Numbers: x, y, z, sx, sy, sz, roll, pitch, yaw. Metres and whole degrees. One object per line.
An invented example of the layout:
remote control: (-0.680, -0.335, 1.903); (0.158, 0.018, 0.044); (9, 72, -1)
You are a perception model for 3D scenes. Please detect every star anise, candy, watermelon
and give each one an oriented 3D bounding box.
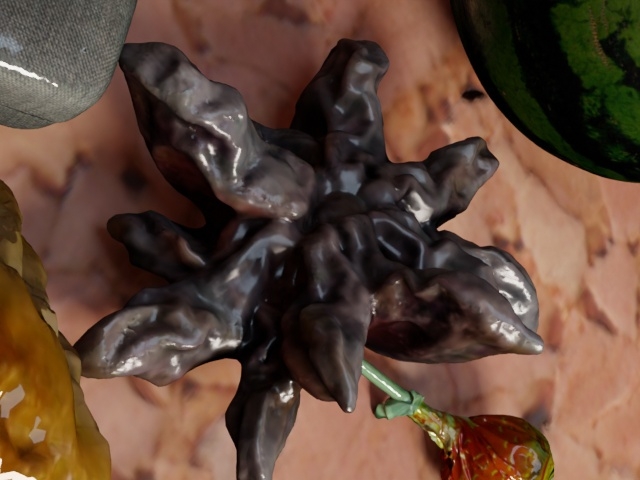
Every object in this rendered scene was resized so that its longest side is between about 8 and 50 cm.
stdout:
star anise: (0.004, 0.002, 0.734); (0.283, 0.129, 0.212); (-18, 65, -44)
candy: (0.045, 0.082, 0.810); (0.201, 0.060, 0.060); (38, 56, -19)
watermelon: (0.211, -0.172, 0.865); (0.285, 0.285, 0.285); (13, 71, -40)

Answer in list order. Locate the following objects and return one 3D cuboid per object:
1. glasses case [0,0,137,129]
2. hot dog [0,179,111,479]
glasses case: (-0.126, -0.210, 0.705); (0.131, 0.074, 0.323); (29, 61, -35)
hot dog: (-0.239, 0.075, 0.452); (0.365, 0.196, 0.367); (19, 72, -36)
